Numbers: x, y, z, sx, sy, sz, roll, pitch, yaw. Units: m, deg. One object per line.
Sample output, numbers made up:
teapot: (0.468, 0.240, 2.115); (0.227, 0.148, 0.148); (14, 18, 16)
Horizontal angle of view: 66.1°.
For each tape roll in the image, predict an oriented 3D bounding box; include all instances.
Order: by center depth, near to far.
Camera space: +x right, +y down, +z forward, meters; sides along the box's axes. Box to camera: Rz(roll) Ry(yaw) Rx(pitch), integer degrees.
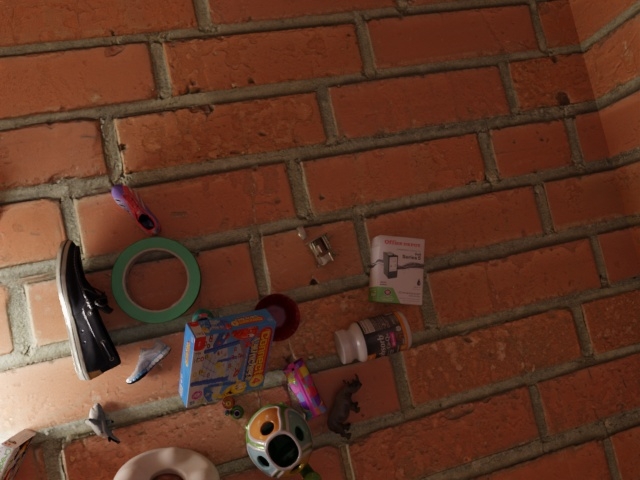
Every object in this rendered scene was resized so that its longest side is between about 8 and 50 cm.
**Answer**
tape roll: (-0.613, 0.149, 1.849); (0.321, 0.077, 0.321); (1, 82, -11)

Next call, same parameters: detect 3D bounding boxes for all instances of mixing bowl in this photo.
mixing bowl: (-0.174, 0.296, 1.905); (0.181, 0.098, 0.182); (1, 84, -11)

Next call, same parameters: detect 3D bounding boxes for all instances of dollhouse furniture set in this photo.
dollhouse furniture set: (0.000, 0.000, 1.944); (0.101, 0.161, 0.182); (-29, 90, -13)

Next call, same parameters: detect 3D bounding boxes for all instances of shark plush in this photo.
shark plush: (-0.773, 0.665, 1.766); (0.161, 0.073, 0.067); (46, 47, 2)

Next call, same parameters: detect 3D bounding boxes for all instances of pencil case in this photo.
pencil case: (-0.064, 0.571, 1.893); (0.104, 0.104, 0.236); (-28, 90, -13)

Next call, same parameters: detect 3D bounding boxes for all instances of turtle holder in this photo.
turtle holder: (-0.139, 0.766, 1.787); (0.243, 0.227, 0.320); (-10, 85, -13)

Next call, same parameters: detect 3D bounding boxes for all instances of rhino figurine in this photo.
rhino figurine: (0.101, 0.642, 1.930); (0.106, 0.073, 0.243); (23, 78, -11)

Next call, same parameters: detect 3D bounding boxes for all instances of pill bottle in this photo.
pill bottle: (0.204, 0.385, 1.936); (0.278, 0.162, 0.162); (-14, 86, -12)

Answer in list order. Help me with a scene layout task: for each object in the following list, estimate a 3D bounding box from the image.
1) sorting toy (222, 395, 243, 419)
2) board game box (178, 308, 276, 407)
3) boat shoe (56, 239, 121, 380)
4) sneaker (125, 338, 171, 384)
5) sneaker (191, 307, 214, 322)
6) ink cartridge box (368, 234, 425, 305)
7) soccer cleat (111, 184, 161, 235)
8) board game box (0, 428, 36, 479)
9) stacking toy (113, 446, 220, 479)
sorting toy: (-0.335, 0.639, 1.859); (0.061, 0.042, 0.102); (-41, 92, -13)
board game box: (-0.330, 0.411, 1.734); (0.301, 0.086, 0.308); (-6, 122, -34)
boat shoe: (-0.824, 0.239, 1.748); (0.156, 0.187, 0.500); (-13, 91, -17)
sneaker: (-0.649, 0.444, 1.815); (0.083, 0.071, 0.190); (44, 69, 3)
sneaker: (-0.417, 0.396, 1.803); (0.123, 0.178, 0.296); (-9, 85, -12)
ink cartridge box: (0.311, 0.122, 2.013); (0.198, 0.115, 0.273); (5, 82, -10)
soccer cleat: (-0.696, -0.119, 1.856); (0.083, 0.095, 0.248); (-40, 92, -13)
board game box: (-1.065, 0.799, 1.618); (0.053, 0.193, 0.305); (23, 80, -7)
stacking toy: (-0.544, 1.003, 1.686); (0.350, 0.350, 0.480); (7, 101, -10)
